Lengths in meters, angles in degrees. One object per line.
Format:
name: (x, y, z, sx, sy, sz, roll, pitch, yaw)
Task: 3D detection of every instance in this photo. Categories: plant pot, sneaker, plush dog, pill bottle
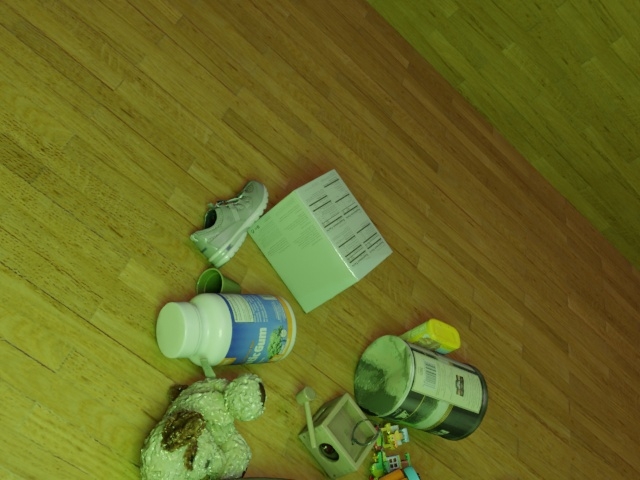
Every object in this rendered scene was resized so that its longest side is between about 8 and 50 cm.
plant pot: (-0.221, 0.111, 1.572, 0.079, 0.083, 0.083, 24, 46, -50)
sneaker: (-0.213, -0.066, 1.678, 0.115, 0.105, 0.281, 41, 41, -16)
plush dog: (-0.241, 0.358, 1.282, 0.211, 0.262, 0.225, 24, 25, 15)
pill bottle: (-0.197, 0.187, 1.473, 0.272, 0.152, 0.152, 5, 60, -43)

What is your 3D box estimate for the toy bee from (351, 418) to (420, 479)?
toy bee: (0.178, 0.532, 1.464, 0.298, 0.195, 0.162, -90, 164, -49)

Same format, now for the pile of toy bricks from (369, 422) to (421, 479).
pile of toy bricks: (0.160, 0.537, 1.635, 0.105, 0.118, 0.212, -7, 74, -13)

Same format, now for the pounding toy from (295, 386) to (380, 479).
pounding toy: (0.003, 0.418, 1.552, 0.206, 0.094, 0.181, 52, 38, -2)

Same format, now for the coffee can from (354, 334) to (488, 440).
coffee can: (0.251, 0.369, 1.755, 0.275, 0.201, 0.201, 25, 47, -31)

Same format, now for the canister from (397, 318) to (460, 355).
canister: (0.269, 0.277, 1.866, 0.126, 0.170, 0.073, 24, 47, -32)

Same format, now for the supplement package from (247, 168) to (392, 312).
supplement package: (0.000, 0.000, 1.771, 0.262, 0.199, 0.198, 55, 38, 1)

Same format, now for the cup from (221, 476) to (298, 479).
cup: (-0.108, 0.546, 1.211, 0.237, 0.331, 0.331, 24, 37, 14)
